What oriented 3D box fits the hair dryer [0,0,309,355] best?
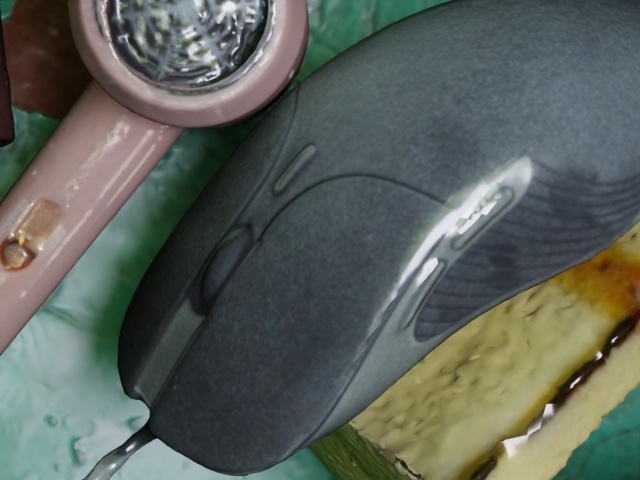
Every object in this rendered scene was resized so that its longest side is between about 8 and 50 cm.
[{"bbox_3d":[-0.130,-0.011,0.643,0.106,0.189,0.344,37,94,-5],"label":"hair dryer"}]

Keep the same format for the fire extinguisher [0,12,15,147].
[{"bbox_3d":[-0.189,-0.161,0.668,0.099,0.071,0.231,-5,89,4],"label":"fire extinguisher"}]

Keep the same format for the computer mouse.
[{"bbox_3d":[0.000,0.000,0.588,0.379,0.167,0.090,-42,132,-7],"label":"computer mouse"}]

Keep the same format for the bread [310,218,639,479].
[{"bbox_3d":[0.085,-0.002,0.653,0.263,0.236,0.198,-45,99,-12],"label":"bread"}]
